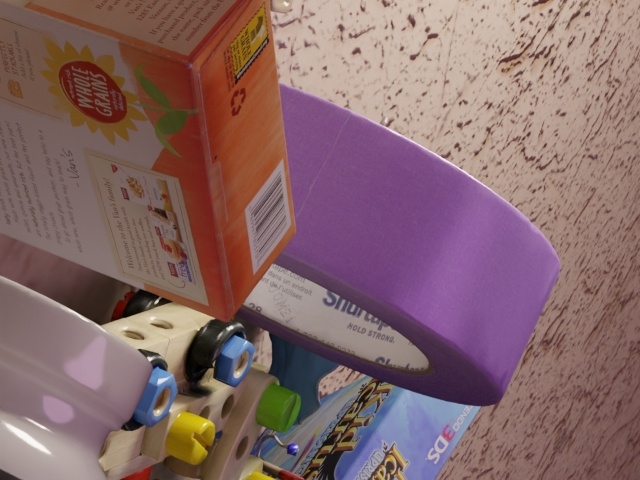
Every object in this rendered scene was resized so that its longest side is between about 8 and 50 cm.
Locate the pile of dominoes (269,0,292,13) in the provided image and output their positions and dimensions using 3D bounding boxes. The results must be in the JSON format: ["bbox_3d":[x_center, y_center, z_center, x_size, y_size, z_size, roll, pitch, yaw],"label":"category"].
[{"bbox_3d":[-0.059,-0.249,1.162,0.196,0.040,0.251,-5,106,-65],"label":"pile of dominoes"}]

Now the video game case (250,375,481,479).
[{"bbox_3d":[-0.026,0.210,1.396,0.244,0.061,0.269,-30,-162,53],"label":"video game case"}]

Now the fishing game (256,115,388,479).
[{"bbox_3d":[0.003,0.045,1.398,0.189,0.041,0.264,176,-73,-74],"label":"fishing game"}]

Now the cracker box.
[{"bbox_3d":[-0.129,-0.072,0.865,0.067,0.232,0.156,-54,154,-35],"label":"cracker box"}]

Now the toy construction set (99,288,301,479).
[{"bbox_3d":[-0.116,0.148,1.205,0.328,0.151,0.215,-49,156,-72],"label":"toy construction set"}]

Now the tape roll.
[{"bbox_3d":[0.000,0.000,1.167,0.090,0.275,0.275,-63,157,-11],"label":"tape roll"}]

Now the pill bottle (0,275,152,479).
[{"bbox_3d":[-0.203,0.160,0.994,0.278,0.162,0.162,-64,157,-12],"label":"pill bottle"}]
